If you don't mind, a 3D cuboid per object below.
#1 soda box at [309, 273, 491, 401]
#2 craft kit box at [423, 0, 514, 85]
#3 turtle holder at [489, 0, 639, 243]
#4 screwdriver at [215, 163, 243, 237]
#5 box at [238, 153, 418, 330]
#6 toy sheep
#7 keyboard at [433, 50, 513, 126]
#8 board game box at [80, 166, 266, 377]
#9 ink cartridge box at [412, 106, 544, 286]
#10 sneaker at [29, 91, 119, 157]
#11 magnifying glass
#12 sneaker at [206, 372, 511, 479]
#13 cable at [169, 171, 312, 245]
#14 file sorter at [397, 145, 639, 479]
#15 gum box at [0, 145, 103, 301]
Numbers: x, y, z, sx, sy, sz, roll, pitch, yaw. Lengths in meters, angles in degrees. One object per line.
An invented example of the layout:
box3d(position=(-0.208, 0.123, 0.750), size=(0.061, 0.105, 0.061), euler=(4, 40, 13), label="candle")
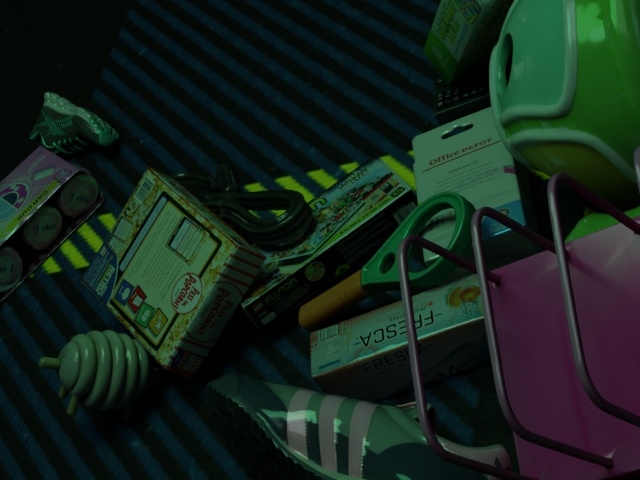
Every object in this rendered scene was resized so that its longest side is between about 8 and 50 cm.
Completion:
box3d(position=(0.083, 0.095, 1.312), size=(0.183, 0.063, 0.058), euler=(-21, 41, 17), label="soda box")
box3d(position=(0.229, -0.279, 1.457), size=(0.246, 0.250, 0.061), euler=(-32, 82, -8), label="craft kit box")
box3d(position=(0.286, -0.125, 1.297), size=(0.227, 0.320, 0.243), euler=(-19, -4, 39), label="turtle holder")
box3d(position=(-0.094, -0.026, 1.602), size=(0.024, 0.025, 0.170), euler=(-26, 48, 9), label="screwdriver")
box3d(position=(0.000, 0.000, 1.472), size=(0.207, 0.036, 0.114), euler=(-36, 28, -2), label="box")
box3d(position=(-0.223, 0.133, 1.448), size=(0.091, 0.132, 0.091), euler=(-14, 73, 54), label="toy sheep")
box3d(position=(0.206, -0.173, 1.532), size=(0.180, 0.023, 0.108), euler=(-19, 42, 19), label="keyboard")
box3d(position=(-0.156, 0.030, 1.475), size=(0.193, 0.045, 0.147), euler=(39, 100, 45), label="board game box")
box3d(position=(0.153, -0.041, 1.403), size=(0.104, 0.061, 0.181), euler=(-21, 42, 17), label="ink cartridge box")
box3d(position=(-0.321, -0.135, 1.845), size=(0.166, 0.065, 0.076), euler=(26, 83, 50), label="sneaker")
box3d(position=(0.061, 0.028, 1.360), size=(0.231, 0.026, 0.092), euler=(-35, 36, 39), label="magnifying glass")
box3d(position=(0.029, 0.181, 1.249), size=(0.131, 0.112, 0.319), euler=(-34, 38, -27), label="sneaker")
box3d(position=(-0.108, -0.023, 1.562), size=(0.287, 0.072, 0.139), euler=(-2, 35, 35), label="cable")
box3d(position=(0.227, 0.054, 1.072), size=(0.290, 0.182, 0.202), euler=(-23, 62, 31), label="file sorter")
box3d(position=(-0.363, -0.026, 1.748), size=(0.188, 0.062, 0.107), euler=(-46, 41, -14), label="gum box")
